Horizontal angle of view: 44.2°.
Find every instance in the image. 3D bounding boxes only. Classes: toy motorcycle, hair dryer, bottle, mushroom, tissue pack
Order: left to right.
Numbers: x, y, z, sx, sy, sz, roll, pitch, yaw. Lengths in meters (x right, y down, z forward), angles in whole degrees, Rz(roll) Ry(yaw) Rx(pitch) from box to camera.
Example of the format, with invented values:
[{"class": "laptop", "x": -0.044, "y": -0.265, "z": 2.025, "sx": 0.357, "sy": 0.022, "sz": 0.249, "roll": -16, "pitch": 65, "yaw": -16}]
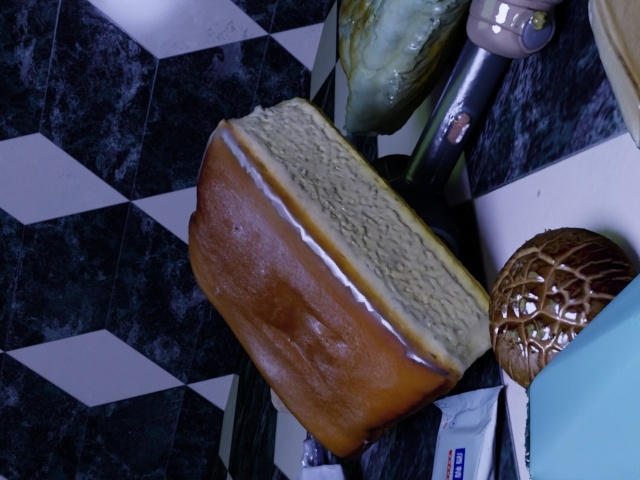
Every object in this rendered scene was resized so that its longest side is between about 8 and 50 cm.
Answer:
[{"class": "toy motorcycle", "x": 0.008, "y": 0.384, "z": 1.047, "sx": 0.260, "sy": 0.110, "sz": 0.171, "roll": -104, "pitch": 11, "yaw": -54}, {"class": "hair dryer", "x": 0.150, "y": -0.125, "z": 0.897, "sx": 0.189, "sy": 0.107, "sz": 0.352, "roll": -101, "pitch": 31, "yaw": -60}, {"class": "tissue pack", "x": 0.130, "y": 0.236, "z": 0.729, "sx": 0.122, "sy": 0.026, "sz": 0.193, "roll": 128, "pitch": 152, "yaw": -67}, {"class": "bottle", "x": 0.207, "y": -0.275, "z": 0.740, "sx": 0.110, "sy": 0.097, "sz": 0.209, "roll": -124, "pitch": 44, "yaw": -53}, {"class": "mushroom", "x": 0.171, "y": 0.050, "z": 0.567, "sx": 0.126, "sy": 0.085, "sz": 0.109, "roll": -96, "pitch": 21, "yaw": -44}]

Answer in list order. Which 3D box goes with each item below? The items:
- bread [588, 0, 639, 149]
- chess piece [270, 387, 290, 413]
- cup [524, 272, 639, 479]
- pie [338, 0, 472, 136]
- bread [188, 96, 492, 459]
[{"class": "bread", "x": 0.232, "y": -0.149, "z": 0.412, "sx": 0.209, "sy": 0.110, "sz": 0.192, "roll": -88, "pitch": 8, "yaw": -45}, {"class": "chess piece", "x": -0.017, "y": 0.162, "z": 1.403, "sx": 0.117, "sy": 0.117, "sz": 0.397, "roll": -91, "pitch": 15, "yaw": -53}, {"class": "cup", "x": 0.180, "y": 0.070, "z": 0.360, "sx": 0.235, "sy": 0.148, "sz": 0.134, "roll": 112, "pitch": 170, "yaw": -62}, {"class": "pie", "x": 0.112, "y": -0.322, "z": 1.000, "sx": 0.395, "sy": 0.180, "sz": 0.418, "roll": 110, "pitch": 175, "yaw": -48}, {"class": "bread", "x": 0.004, "y": 0.056, "z": 0.855, "sx": 0.143, "sy": 0.333, "sz": 0.323, "roll": -34, "pitch": -16, "yaw": -29}]
